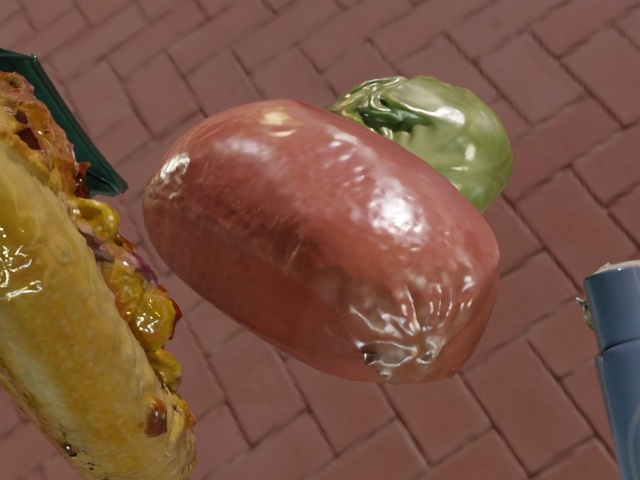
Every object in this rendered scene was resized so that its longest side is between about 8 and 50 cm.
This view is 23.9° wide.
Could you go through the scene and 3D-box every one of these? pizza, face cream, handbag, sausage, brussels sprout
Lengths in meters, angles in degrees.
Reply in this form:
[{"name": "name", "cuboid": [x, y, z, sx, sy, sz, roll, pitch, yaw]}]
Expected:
[{"name": "pizza", "cuboid": [-0.156, 0.020, 0.811, 0.114, 0.409, 0.278, -34, 59, -12]}, {"name": "face cream", "cuboid": [0.376, 0.220, 1.707, 0.135, 0.086, 0.385, -7, 78, -25]}, {"name": "handbag", "cuboid": [-0.341, -0.142, 1.429, 0.326, 0.238, 0.089, 32, 72, 35]}, {"name": "sausage", "cuboid": [0.000, 0.000, 0.887, 0.254, 0.148, 0.148, 30, 72, 35]}, {"name": "brussels sprout", "cuboid": [0.096, -0.097, 2.001, 0.328, 0.328, 0.247, -21, 90, 12]}]

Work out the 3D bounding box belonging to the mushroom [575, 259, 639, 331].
[{"name": "mushroom", "cuboid": [0.447, 0.050, 1.876, 0.278, 0.096, 0.099, -20, 67, 30]}]
